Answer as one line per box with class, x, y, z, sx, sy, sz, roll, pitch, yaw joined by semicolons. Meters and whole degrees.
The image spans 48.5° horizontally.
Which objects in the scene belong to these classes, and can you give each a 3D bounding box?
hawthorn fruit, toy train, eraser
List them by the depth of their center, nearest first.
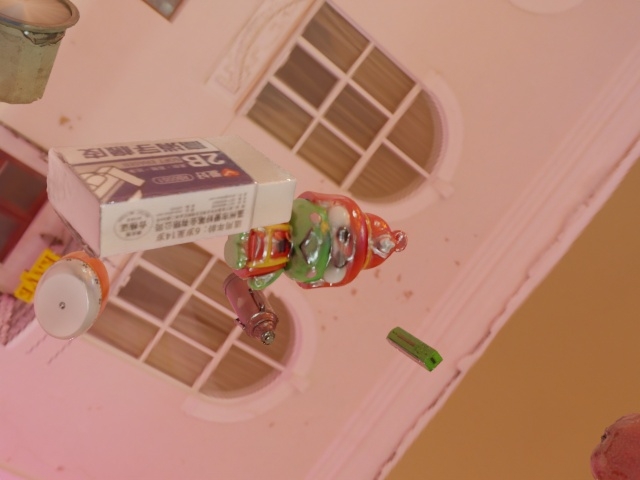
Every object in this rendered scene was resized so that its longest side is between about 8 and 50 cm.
eraser;-0.142;-0.051;0.697;0.124;0.210;0.068;37;-53;40
hawthorn fruit;0.559;0.386;1.197;0.188;0.169;0.169;35;-90;35
toy train;0.207;0.244;1.676;0.044;0.042;0.209;-41;-153;-11

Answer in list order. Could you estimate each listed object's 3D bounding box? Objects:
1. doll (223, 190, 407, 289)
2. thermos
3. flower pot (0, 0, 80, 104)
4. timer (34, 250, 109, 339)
doll;0.000;0.000;1.326;0.160;0.363;0.183;-164;-104;-69
thermos;-0.172;0.178;1.839;0.232;0.099;0.124;-126;-143;-46
flower pot;-0.608;-0.398;1.435;0.212;0.212;0.203;-91;-159;-51
timer;-0.370;0.076;1.071;0.136;0.099;0.136;-59;-166;25
